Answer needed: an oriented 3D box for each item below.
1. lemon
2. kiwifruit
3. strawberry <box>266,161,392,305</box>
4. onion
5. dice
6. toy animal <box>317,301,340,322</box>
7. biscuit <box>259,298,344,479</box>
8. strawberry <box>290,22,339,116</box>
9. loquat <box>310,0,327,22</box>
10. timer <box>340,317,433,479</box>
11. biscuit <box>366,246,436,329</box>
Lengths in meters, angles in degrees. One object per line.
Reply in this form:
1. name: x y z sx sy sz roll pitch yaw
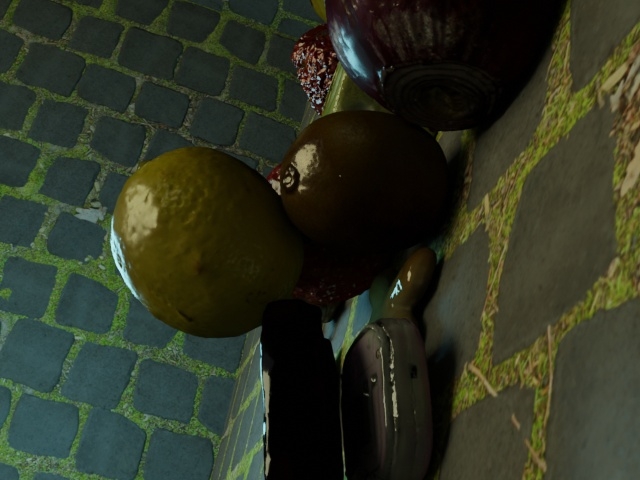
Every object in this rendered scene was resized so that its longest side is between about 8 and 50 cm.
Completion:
1. lemon: -0.158 0.006 1.157 0.260 0.284 0.260 -28 15 8
2. kiwifruit: 0.055 -0.077 1.113 0.196 0.234 0.196 8 99 62
3. strawberry: 0.000 0.000 1.375 0.250 0.238 0.288 -75 -1 -47
4. onion: 0.131 -0.293 1.033 0.337 0.260 0.282 145 136 -76
5. dice: 0.100 -0.222 1.350 0.169 0.169 0.166 -130 58 -81
6. toy animal: 0.007 0.108 1.634 0.179 0.089 0.188 -62 2 -13
7. biscuit: -0.015 0.271 1.016 0.407 0.091 0.407 177 90 -89
8. strawberry: 0.035 -0.429 2.033 0.274 0.220 0.274 -160 90 -84
9. loquat: 0.084 -0.669 2.166 0.235 0.235 0.235 -163 90 -82
10. timer: 0.070 0.197 0.956 0.208 0.069 0.191 116 154 -59
11. biscuit: 0.100 0.100 1.134 0.208 0.047 0.164 136 151 -74
